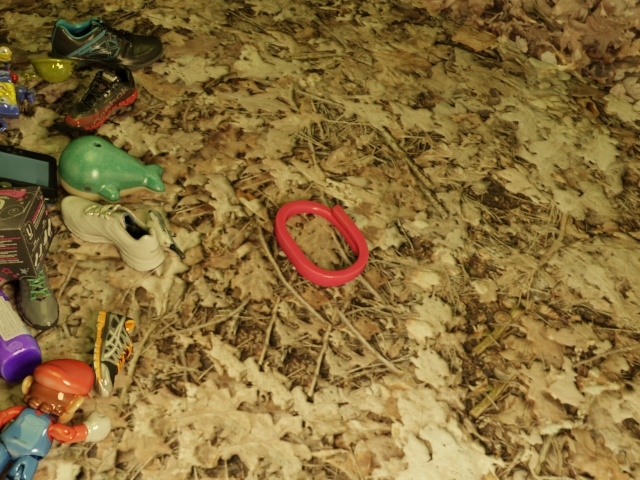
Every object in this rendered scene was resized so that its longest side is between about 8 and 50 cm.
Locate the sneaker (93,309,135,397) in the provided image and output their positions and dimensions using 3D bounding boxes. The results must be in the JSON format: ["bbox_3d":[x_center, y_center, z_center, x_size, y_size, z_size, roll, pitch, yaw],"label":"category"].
[{"bbox_3d":[-0.447,0.239,1.585,0.083,0.084,0.215,6,46,-16],"label":"sneaker"}]

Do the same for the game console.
[{"bbox_3d":[-0.754,-0.235,1.778,0.250,0.173,0.293,11,23,-25],"label":"game console"}]

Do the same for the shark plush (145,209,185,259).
[{"bbox_3d":[-0.389,-0.021,1.856,0.161,0.073,0.067,35,19,23],"label":"shark plush"}]

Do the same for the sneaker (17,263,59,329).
[{"bbox_3d":[-0.647,0.095,1.648,0.083,0.098,0.224,-15,54,-26],"label":"sneaker"}]

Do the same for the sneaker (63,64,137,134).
[{"bbox_3d":[-0.627,-0.410,2.087,0.097,0.135,0.276,31,50,11],"label":"sneaker"}]

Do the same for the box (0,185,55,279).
[{"bbox_3d":[-0.726,-0.018,1.573,0.247,0.142,0.163,-1,39,-2],"label":"box"}]

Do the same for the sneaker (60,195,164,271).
[{"bbox_3d":[-0.506,-0.044,1.792,0.297,0.129,0.111,26,49,10],"label":"sneaker"}]

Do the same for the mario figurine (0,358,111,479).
[{"bbox_3d":[-0.547,0.380,1.432,0.198,0.170,0.320,44,54,-24],"label":"mario figurine"}]

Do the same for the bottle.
[{"bbox_3d":[-0.694,0.167,1.557,0.092,0.118,0.283,-28,58,-30],"label":"bottle"}]

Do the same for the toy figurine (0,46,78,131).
[{"bbox_3d":[-0.869,-0.399,2.048,0.362,0.191,0.217,-1,79,-25],"label":"toy figurine"}]

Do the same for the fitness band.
[{"bbox_3d":[0.000,0.000,1.944,0.209,0.054,0.291,-20,55,-26],"label":"fitness band"}]

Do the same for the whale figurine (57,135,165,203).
[{"bbox_3d":[-0.536,-0.190,1.904,0.272,0.141,0.216,6,43,-20],"label":"whale figurine"}]

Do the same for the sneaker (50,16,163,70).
[{"bbox_3d":[-0.649,-0.606,2.254,0.341,0.140,0.125,-9,50,-24],"label":"sneaker"}]
